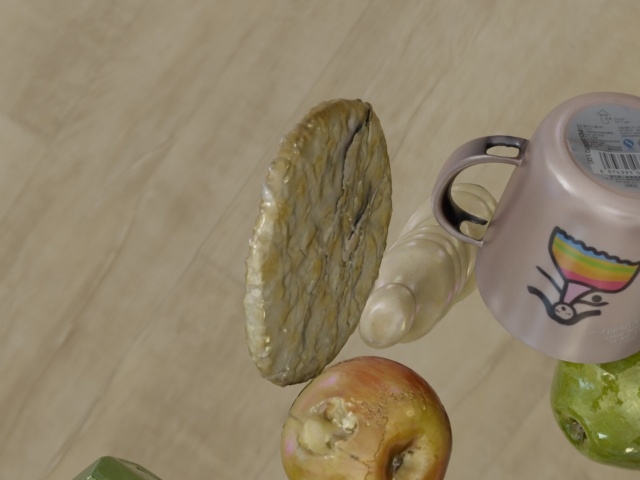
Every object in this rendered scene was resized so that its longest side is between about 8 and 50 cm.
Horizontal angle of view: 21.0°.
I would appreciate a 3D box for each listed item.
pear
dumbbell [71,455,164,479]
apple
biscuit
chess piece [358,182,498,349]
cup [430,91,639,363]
[{"bbox_3d":[0.340,0.135,1.769,0.216,0.166,0.180,-39,133,-19],"label":"pear"},{"bbox_3d":[-0.111,0.272,1.532,0.121,0.302,0.108,26,90,38],"label":"dumbbell"},{"bbox_3d":[0.044,0.169,1.444,0.146,0.146,0.146,1,103,6],"label":"apple"},{"bbox_3d":[0.001,0.000,1.233,0.033,0.220,0.219,13,105,24],"label":"biscuit"},{"bbox_3d":[0.110,0.038,1.859,0.139,0.307,0.124,-24,96,21],"label":"chess piece"},{"bbox_3d":[0.233,-0.030,1.631,0.253,0.191,0.200,21,138,6],"label":"cup"}]
